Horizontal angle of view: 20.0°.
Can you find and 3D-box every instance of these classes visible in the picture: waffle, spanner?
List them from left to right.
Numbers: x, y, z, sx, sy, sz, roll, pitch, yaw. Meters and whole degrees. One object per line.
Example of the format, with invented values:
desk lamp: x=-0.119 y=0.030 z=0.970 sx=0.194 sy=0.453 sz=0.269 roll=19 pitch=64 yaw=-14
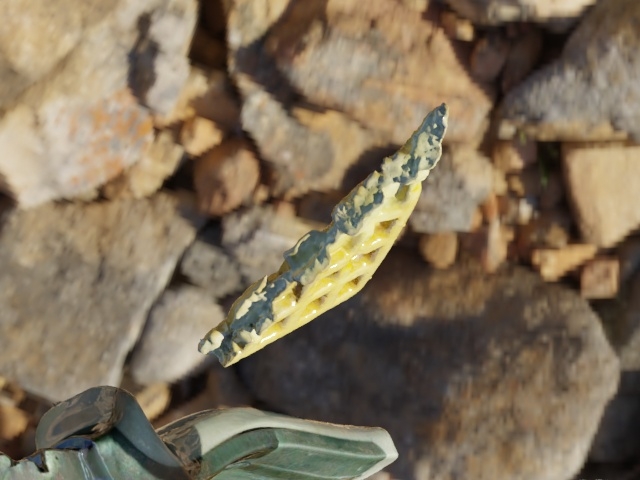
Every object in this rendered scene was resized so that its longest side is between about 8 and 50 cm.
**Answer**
spanner: x=-0.047 y=0.094 z=0.593 sx=0.040 sy=0.325 sz=0.095 roll=-29 pitch=70 yaw=23
waffle: x=0.000 y=0.000 z=1.027 sx=0.032 sy=0.125 sz=0.191 roll=55 pitch=153 yaw=16
